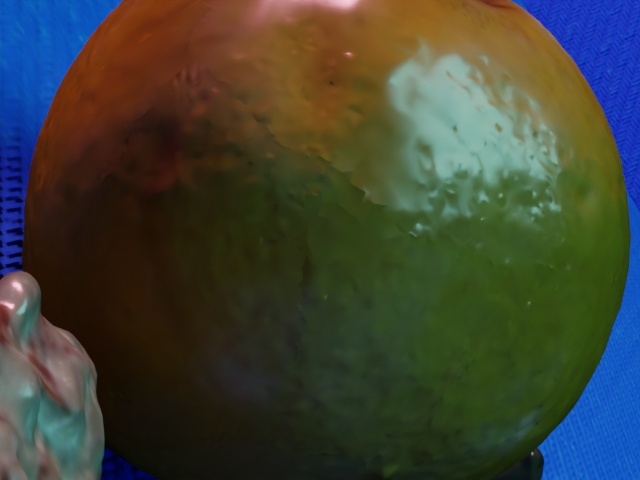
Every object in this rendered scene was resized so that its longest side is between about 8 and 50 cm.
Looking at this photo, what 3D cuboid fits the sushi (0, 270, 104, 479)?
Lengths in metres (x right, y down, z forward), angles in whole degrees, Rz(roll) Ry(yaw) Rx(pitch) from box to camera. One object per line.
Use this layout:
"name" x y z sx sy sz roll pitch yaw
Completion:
"sushi" -0.119 0.064 0.572 0.373 0.100 0.296 58 17 -7

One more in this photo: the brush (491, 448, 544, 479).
"brush" 0.078 0.075 1.155 0.301 0.084 0.071 -104 -169 -60

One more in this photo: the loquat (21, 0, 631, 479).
"loquat" 0.000 0.000 0.759 0.275 0.275 0.275 52 19 -26
